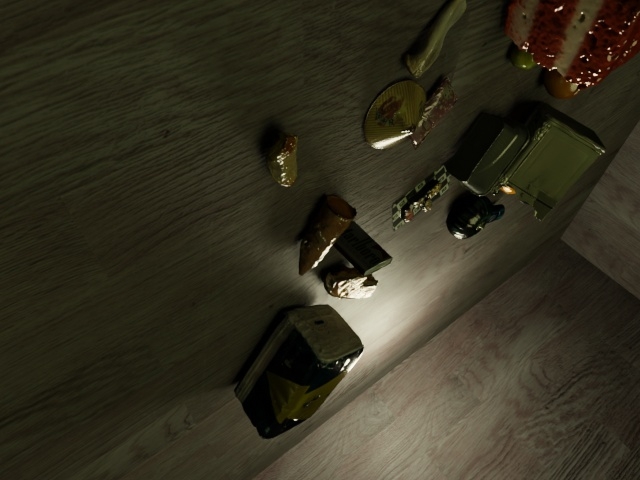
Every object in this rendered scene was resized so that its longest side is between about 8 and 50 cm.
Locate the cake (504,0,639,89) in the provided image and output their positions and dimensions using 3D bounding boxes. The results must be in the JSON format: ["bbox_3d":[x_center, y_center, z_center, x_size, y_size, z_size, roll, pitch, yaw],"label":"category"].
[{"bbox_3d":[0.650,-0.585,1.189,0.269,0.319,0.270,-40,157,-13],"label":"cake"}]

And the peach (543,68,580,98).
[{"bbox_3d":[0.824,-0.543,1.673,0.138,0.138,0.138,-32,150,-21],"label":"peach"}]

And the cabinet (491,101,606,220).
[{"bbox_3d":[0.800,-0.291,1.792,0.318,0.228,0.290,-60,175,31],"label":"cabinet"}]

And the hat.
[{"bbox_3d":[0.207,-0.293,1.230,0.193,0.082,0.193,-22,140,-20],"label":"hat"}]

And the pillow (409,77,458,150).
[{"bbox_3d":[0.296,-0.345,1.347,0.185,0.043,0.118,-49,143,7],"label":"pillow"}]

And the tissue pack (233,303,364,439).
[{"bbox_3d":[-0.084,0.450,1.722,0.264,0.253,0.416,-1,132,-52],"label":"tissue pack"}]

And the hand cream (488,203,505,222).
[{"bbox_3d":[0.716,-0.107,2.221,0.271,0.061,0.120,-13,145,-33],"label":"hand cream"}]

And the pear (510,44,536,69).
[{"bbox_3d":[0.599,-0.538,1.433,0.092,0.092,0.097,-47,151,7],"label":"pear"}]

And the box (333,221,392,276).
[{"bbox_3d":[0.114,0.021,1.467,0.115,0.177,0.035,-24,146,-35],"label":"box"}]

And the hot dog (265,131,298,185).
[{"bbox_3d":[-0.086,-0.179,1.054,0.078,0.061,0.168,-41,160,-25],"label":"hot dog"}]

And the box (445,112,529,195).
[{"bbox_3d":[0.550,-0.292,1.643,0.178,0.138,0.274,10,116,-51],"label":"box"}]

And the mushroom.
[{"bbox_3d":[0.264,-0.470,1.135,0.202,0.054,0.059,-56,156,11],"label":"mushroom"}]

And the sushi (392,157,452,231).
[{"bbox_3d":[0.366,-0.142,1.715,0.280,0.043,0.192,-36,151,-13],"label":"sushi"}]

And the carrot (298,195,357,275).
[{"bbox_3d":[0.000,0.000,1.383,0.102,0.102,0.263,-8,137,-48],"label":"carrot"}]

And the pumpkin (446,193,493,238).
[{"bbox_3d":[0.600,-0.093,1.986,0.202,0.140,0.202,-31,152,-19],"label":"pumpkin"}]

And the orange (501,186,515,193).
[{"bbox_3d":[0.801,-0.256,2.049,0.136,0.117,0.135,-30,155,-16],"label":"orange"}]

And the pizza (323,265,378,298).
[{"bbox_3d":[0.103,0.142,1.719,0.161,0.085,0.305,-28,154,18],"label":"pizza"}]
